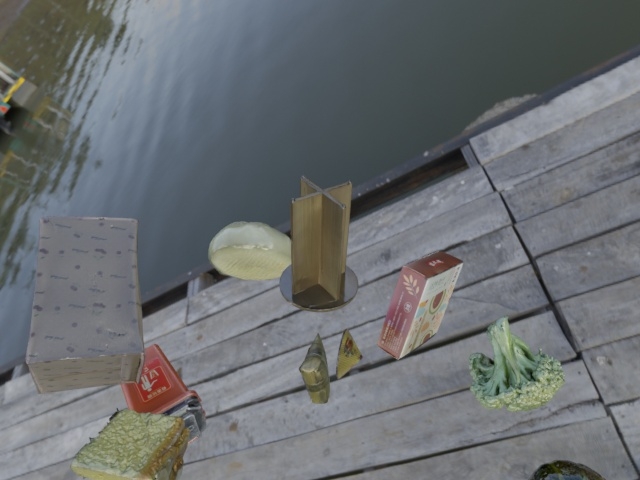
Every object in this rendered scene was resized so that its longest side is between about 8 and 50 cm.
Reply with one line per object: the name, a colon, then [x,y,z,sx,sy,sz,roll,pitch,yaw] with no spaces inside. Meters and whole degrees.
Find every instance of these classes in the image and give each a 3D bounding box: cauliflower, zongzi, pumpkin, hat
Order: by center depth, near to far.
zongzi: [-0.004,0.198,0.651,0.040,0.076,0.083,-10,22,12]
pumpkin: [0.684,0.727,1.138,0.260,0.189,0.260,-4,73,13]
cauliflower: [0.614,0.413,1.378,0.281,0.327,0.260,64,143,25]
hat: [0.121,0.439,1.617,0.082,0.193,0.193,6,65,15]

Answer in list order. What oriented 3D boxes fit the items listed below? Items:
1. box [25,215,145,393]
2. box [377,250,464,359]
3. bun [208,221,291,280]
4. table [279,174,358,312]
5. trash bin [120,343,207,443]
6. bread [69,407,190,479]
box: [-0.468,0.134,0.866,0.225,0.190,0.297,-52,46,50]
box: [0.426,0.265,1.787,0.122,0.344,0.385,28,116,33]
bun: [-0.204,0.025,1.301,0.287,0.287,0.146,-12,63,29]
table: [0.000,0.000,0.822,0.167,0.227,0.167,2,35,-1]
trash bin: [-0.396,0.393,1.034,0.161,0.184,0.238,-26,46,-28]
bread: [-0.291,0.337,0.666,0.147,0.152,0.127,12,66,-1]
